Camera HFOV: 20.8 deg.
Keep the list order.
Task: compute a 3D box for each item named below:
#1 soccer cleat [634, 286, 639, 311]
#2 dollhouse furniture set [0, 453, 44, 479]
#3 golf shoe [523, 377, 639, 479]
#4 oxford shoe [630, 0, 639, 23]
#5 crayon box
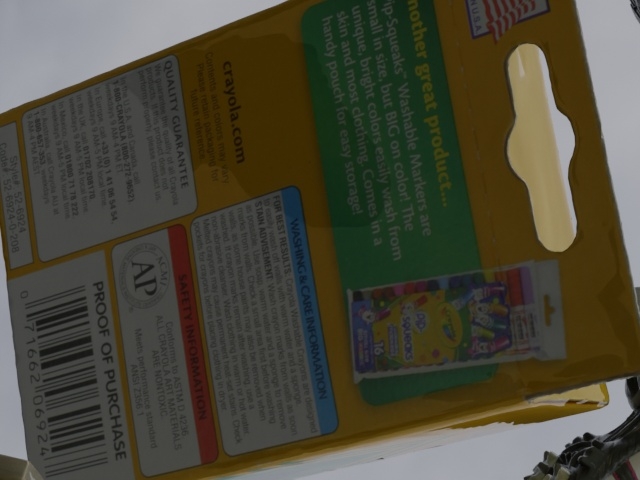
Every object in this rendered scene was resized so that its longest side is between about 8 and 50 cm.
[{"bbox_3d":[0.206,0.056,1.041,0.029,0.035,0.083,-48,-127,17],"label":"soccer cleat"},{"bbox_3d":[-0.191,0.162,0.554,0.161,0.242,0.212,10,-116,15],"label":"dollhouse furniture set"},{"bbox_3d":[0.166,0.133,0.869,0.273,0.120,0.105,-53,180,5],"label":"golf shoe"},{"bbox_3d":[0.252,-0.242,1.333,0.096,0.083,0.227,-32,-128,8],"label":"oxford shoe"},{"bbox_3d":[0.000,0.000,0.797,0.323,0.083,0.203,-17,-105,32],"label":"crayon box"}]
